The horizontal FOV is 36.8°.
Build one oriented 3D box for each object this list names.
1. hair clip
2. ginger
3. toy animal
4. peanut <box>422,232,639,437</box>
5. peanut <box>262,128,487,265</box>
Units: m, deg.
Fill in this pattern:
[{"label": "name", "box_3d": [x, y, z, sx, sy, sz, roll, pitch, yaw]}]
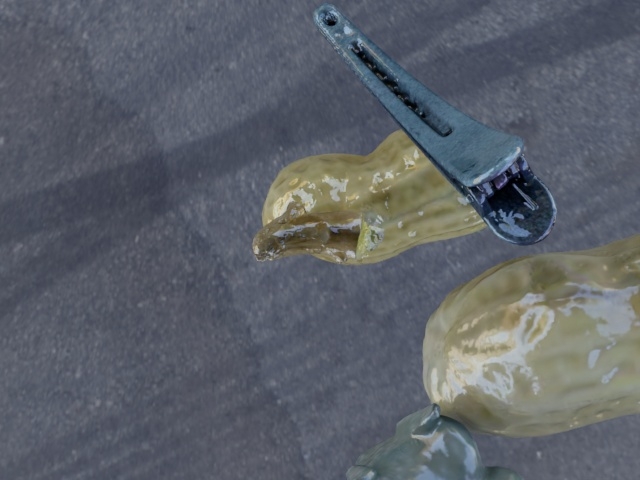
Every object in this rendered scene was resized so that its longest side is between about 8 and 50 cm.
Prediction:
[{"label": "hair clip", "box_3d": [0.065, -0.095, 0.685, 0.048, 0.275, 0.083, -43, 134, 3]}, {"label": "ginger", "box_3d": [0.000, -0.006, 0.959, 0.137, 0.044, 0.057, 0, 111, -8]}, {"label": "toy animal", "box_3d": [0.134, 0.246, 0.746, 0.125, 0.127, 0.251, -44, 86, 13]}, {"label": "peanut", "box_3d": [0.228, 0.067, 0.765, 0.313, 0.152, 0.152, -14, 116, 18]}, {"label": "peanut", "box_3d": [0.080, -0.053, 1.119, 0.305, 0.147, 0.147, -18, 115, 5]}]
